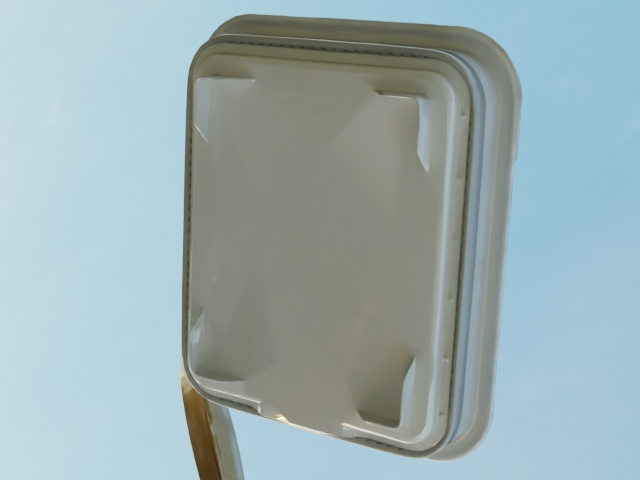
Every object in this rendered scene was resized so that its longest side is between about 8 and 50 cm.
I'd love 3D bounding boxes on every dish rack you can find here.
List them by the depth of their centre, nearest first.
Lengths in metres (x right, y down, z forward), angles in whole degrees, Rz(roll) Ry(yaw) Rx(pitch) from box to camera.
[{"bbox_3d":[0.000,0.000,0.869,0.286,0.072,0.332,10,-75,30],"label":"dish rack"}]

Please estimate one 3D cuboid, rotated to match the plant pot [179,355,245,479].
[{"bbox_3d":[-0.130,0.253,1.395,0.236,0.032,0.236,167,-90,-75],"label":"plant pot"}]
